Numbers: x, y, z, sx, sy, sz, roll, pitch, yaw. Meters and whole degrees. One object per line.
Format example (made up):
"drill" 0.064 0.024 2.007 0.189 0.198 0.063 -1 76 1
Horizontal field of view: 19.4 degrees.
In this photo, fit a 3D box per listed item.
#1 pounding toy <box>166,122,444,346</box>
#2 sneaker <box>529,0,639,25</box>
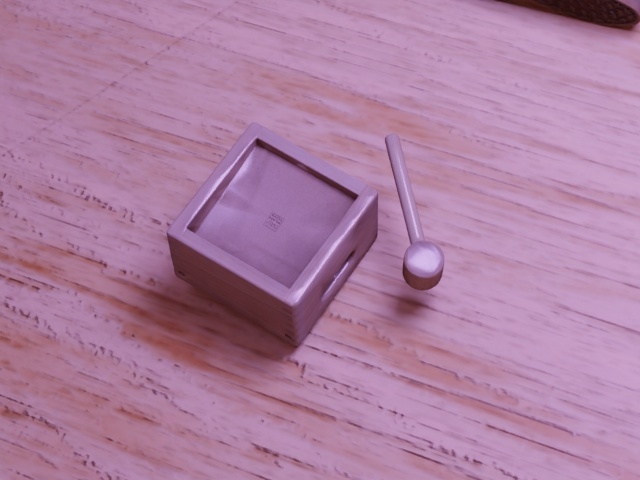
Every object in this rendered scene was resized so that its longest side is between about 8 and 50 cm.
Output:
"pounding toy" 0.010 -0.004 1.566 0.206 0.094 0.181 30 67 15
"sneaker" 0.205 -0.254 1.662 0.192 0.064 0.086 16 72 24
